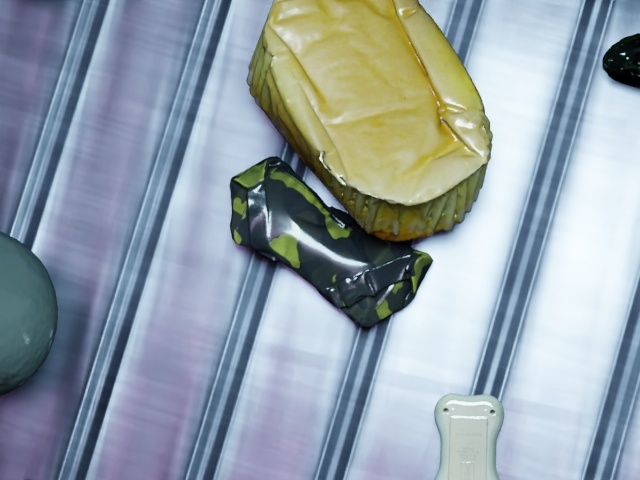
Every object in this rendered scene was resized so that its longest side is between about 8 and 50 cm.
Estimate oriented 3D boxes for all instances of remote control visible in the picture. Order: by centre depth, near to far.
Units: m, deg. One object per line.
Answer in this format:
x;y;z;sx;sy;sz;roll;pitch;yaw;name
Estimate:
0.153;0.220;1.695;0.074;0.032;0.122;2;84;7;remote control

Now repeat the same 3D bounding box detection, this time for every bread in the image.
0.050;-0.131;1.682;0.204;0.156;0.288;-31;72;-19;bread

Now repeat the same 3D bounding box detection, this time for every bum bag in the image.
0.000;0.000;1.727;0.232;0.060;0.107;32;78;7;bum bag

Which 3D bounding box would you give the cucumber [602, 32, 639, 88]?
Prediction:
0.445;-0.174;1.692;0.303;0.072;0.081;13;103;8;cucumber

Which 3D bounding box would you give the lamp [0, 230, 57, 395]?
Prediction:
-0.381;0.024;1.734;0.182;0.182;0.314;-21;56;3;lamp
